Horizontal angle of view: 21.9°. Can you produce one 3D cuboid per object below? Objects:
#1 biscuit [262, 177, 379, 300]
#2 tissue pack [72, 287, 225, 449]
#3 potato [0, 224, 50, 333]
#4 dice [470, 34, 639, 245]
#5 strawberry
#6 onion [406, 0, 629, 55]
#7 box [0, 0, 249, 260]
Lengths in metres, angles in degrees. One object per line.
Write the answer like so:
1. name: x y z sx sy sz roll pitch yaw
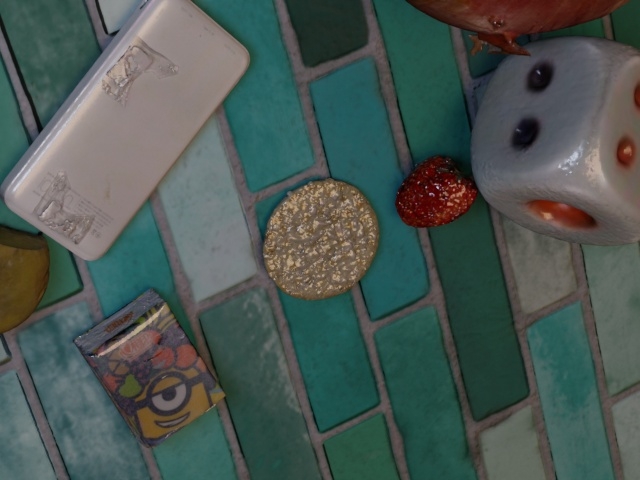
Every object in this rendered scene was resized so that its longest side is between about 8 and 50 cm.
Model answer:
1. biscuit: 0.000 0.000 1.898 0.152 0.020 0.152 -9 113 -23
2. tissue pack: -0.189 0.142 1.830 0.108 0.060 0.148 -36 120 -12
3. potato: -0.387 0.034 1.665 0.243 0.098 0.138 20 101 -31
4. dice: 0.298 -0.112 1.882 0.193 0.194 0.192 29 73 -38
5. strawberry: 0.131 -0.053 1.917 0.083 0.083 0.096 28 123 -33
6. onion: 0.206 -0.365 1.705 0.353 0.353 0.354 -10 114 -24
7. box: -0.202 -0.121 1.731 0.142 0.044 0.285 38 89 -36
